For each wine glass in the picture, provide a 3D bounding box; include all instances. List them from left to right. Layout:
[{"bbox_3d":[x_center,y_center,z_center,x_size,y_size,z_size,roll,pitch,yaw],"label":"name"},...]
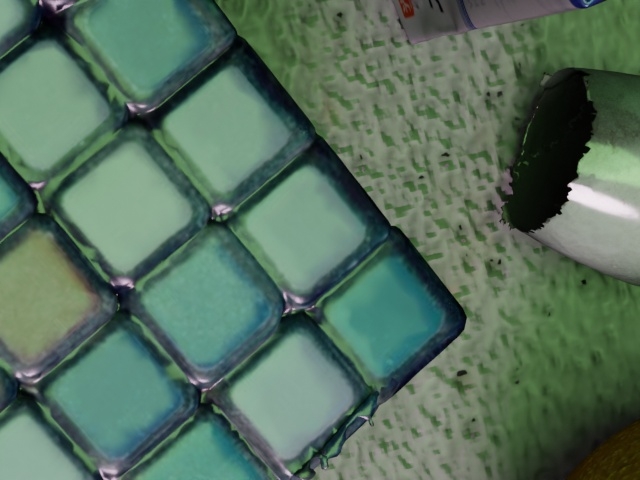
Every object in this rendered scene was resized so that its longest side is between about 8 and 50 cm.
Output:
[{"bbox_3d":[0.237,-0.022,1.060,0.241,0.126,0.126,17,88,-18],"label":"wine glass"}]

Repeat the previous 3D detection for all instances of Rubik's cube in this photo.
[{"bbox_3d":[-0.155,0.018,0.865,0.292,0.293,0.287,-40,102,-9],"label":"Rubik's cube"}]

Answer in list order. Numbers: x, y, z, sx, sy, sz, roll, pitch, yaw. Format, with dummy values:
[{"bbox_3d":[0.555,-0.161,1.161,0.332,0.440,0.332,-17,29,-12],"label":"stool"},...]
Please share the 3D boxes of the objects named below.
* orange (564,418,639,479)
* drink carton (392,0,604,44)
[{"bbox_3d":[0.244,0.214,1.002,0.274,0.274,0.274,-1,92,-16],"label":"orange"},{"bbox_3d":[0.100,-0.183,0.916,0.106,0.315,0.130,-24,98,-10],"label":"drink carton"}]
